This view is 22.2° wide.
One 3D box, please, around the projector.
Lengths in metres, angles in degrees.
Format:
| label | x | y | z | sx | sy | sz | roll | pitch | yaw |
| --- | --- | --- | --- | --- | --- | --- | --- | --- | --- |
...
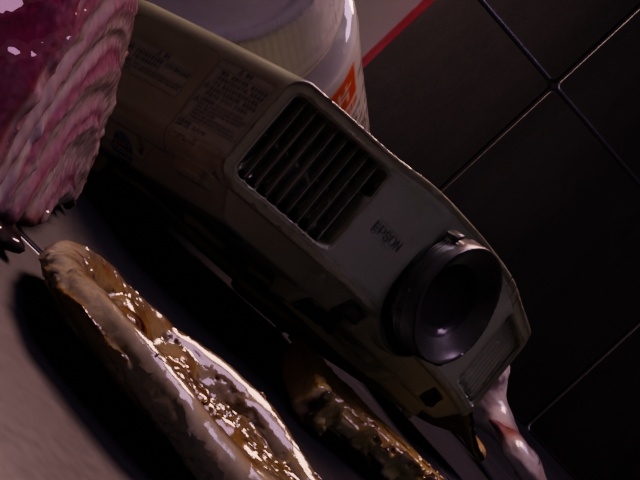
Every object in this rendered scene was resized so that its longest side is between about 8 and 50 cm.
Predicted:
| label | x | y | z | sx | sy | sz | roll | pitch | yaw |
| --- | --- | --- | --- | --- | --- | --- | --- | --- | --- |
| projector | 0.000 | 0.000 | 0.831 | 0.193 | 0.088 | 0.269 | 30 | -10 | 41 |

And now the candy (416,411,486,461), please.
| label | x | y | z | sx | sy | sz | roll | pitch | yaw |
| --- | --- | --- | --- | --- | --- | --- | --- | --- | --- |
| candy | 0.041 | 0.042 | 1.214 | 0.271 | 0.101 | 0.143 | 55 | -1 | 23 |

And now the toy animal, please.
| label | x | y | z | sx | sy | sz | roll | pitch | yaw |
| --- | --- | --- | --- | --- | --- | --- | --- | --- | --- |
| toy animal | 0.133 | 0.122 | 1.530 | 0.195 | 0.090 | 0.324 | 53 | -2 | -36 |

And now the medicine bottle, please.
| label | x | y | z | sx | sy | sz | roll | pitch | yaw |
| --- | --- | --- | --- | --- | --- | --- | --- | --- | --- |
| medicine bottle | -0.044 | -0.109 | 0.975 | 0.144 | 0.144 | 0.252 | 48 | -14 | 22 |

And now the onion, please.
| label | x | y | z | sx | sy | sz | roll | pitch | yaw |
| --- | --- | --- | --- | --- | --- | --- | --- | --- | --- |
| onion | -0.142 | -0.124 | 0.547 | 0.247 | 0.111 | 0.250 | 49 | 4 | -6 |

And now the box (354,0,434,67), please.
| label | x | y | z | sx | sy | sz | roll | pitch | yaw |
| --- | --- | --- | --- | --- | --- | --- | --- | --- | --- |
| box | -0.087 | -0.263 | 1.327 | 0.314 | 0.312 | 0.300 | 45 | 5 | -17 |

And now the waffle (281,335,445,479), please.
| label | x | y | z | sx | sy | sz | roll | pitch | yaw |
| --- | --- | --- | --- | --- | --- | --- | --- | --- | --- |
| waffle | 0.038 | 0.113 | 0.805 | 0.152 | 0.023 | 0.097 | 46 | 3 | -16 |

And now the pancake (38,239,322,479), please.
| label | x | y | z | sx | sy | sz | roll | pitch | yaw |
| --- | --- | --- | --- | --- | --- | --- | --- | --- | --- |
| pancake | -0.038 | 0.051 | 0.503 | 0.139 | 0.022 | 0.139 | 47 | 2 | -2 |
